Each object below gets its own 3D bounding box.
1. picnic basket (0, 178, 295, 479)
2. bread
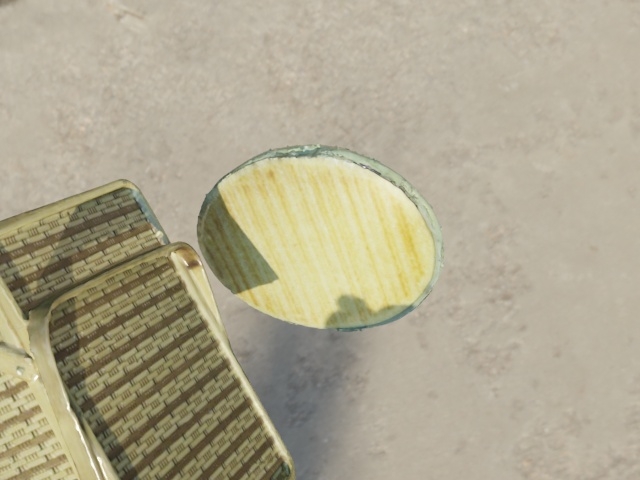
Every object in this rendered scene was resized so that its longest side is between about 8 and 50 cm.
[{"bbox_3d":[-0.179,0.119,0.773,0.313,0.175,0.228,62,23,-2],"label":"picnic basket"},{"bbox_3d":[0.000,0.000,1.069,0.267,0.267,0.040,26,43,-11],"label":"bread"}]
